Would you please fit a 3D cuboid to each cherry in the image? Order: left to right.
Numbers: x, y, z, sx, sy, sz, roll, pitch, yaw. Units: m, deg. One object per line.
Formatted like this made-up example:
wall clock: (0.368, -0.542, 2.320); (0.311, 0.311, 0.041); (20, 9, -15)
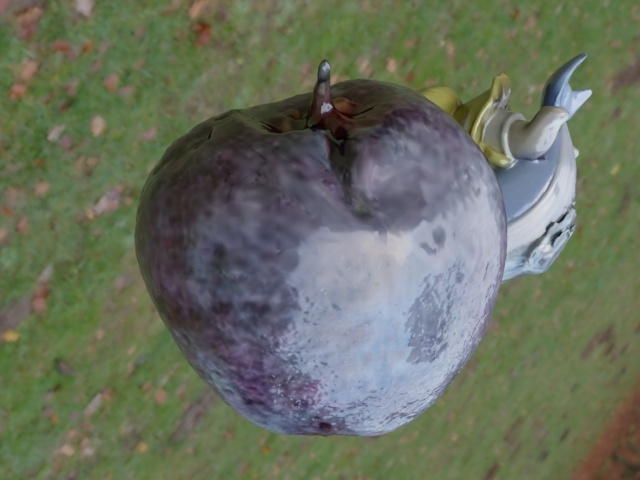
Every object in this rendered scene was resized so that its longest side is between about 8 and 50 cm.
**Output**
cherry: (0.001, 0.011, 0.619); (0.195, 0.195, 0.195); (-46, 159, -24)

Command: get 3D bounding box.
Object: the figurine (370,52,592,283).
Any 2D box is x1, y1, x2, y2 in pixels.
figurine: (0.101, -0.053, 0.822); (0.208, 0.184, 0.128); (-42, 164, 4)
